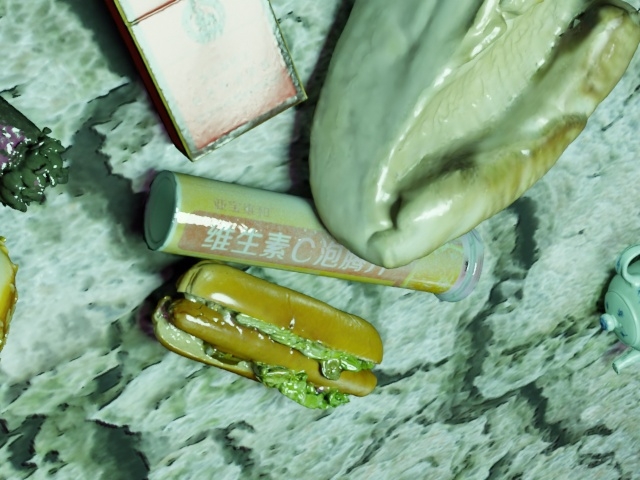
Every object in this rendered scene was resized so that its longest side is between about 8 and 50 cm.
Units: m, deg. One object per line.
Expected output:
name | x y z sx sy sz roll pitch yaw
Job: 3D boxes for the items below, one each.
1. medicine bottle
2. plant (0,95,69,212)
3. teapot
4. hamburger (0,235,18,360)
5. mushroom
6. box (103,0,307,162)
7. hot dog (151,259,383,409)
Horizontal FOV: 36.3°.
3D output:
medicine bottle | 0.000 0.000 1.180 0.426 0.108 0.108 9 107 -30
plant | -0.315 -0.093 0.972 0.094 0.092 0.143 -46 120 -13
teapot | 0.489 0.101 1.474 0.159 0.159 0.231 -24 125 -18
hamburger | -0.417 0.068 0.877 0.291 0.291 0.225 -47 131 -3
mushroom | 0.165 -0.152 1.144 0.314 0.224 0.397 15 104 -48
box | -0.127 -0.223 1.026 0.153 0.074 0.239 -29 122 -10
hot dog | -0.045 0.127 1.201 0.337 0.100 0.135 25 114 -35
